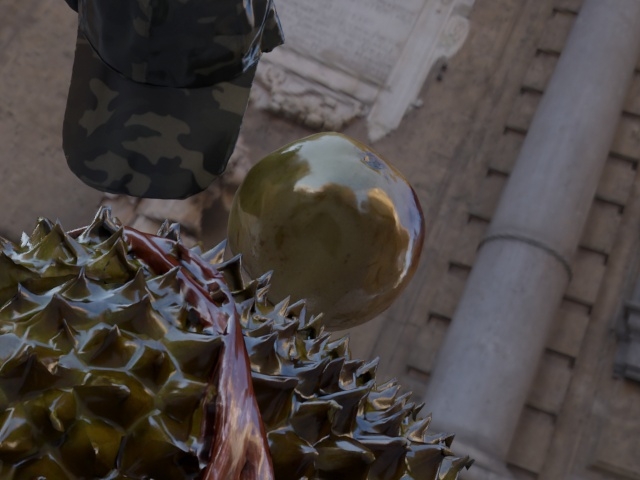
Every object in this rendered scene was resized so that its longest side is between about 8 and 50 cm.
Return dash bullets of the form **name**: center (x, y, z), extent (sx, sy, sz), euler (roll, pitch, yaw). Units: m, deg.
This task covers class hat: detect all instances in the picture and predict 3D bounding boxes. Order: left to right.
- **hat**: center (-0.250, -0.272, 1.473), extent (0.366, 0.382, 0.257), euler (8, -27, 3)

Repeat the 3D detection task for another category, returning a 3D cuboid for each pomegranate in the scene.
- **pomegranate**: center (0.000, 0.000, 1.522), extent (0.319, 0.319, 0.319), euler (20, -27, 11)

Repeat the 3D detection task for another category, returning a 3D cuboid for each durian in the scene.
- **durian**: center (-0.100, 0.154, 0.535), extent (0.347, 0.348, 0.384), euler (-11, -53, 50)
